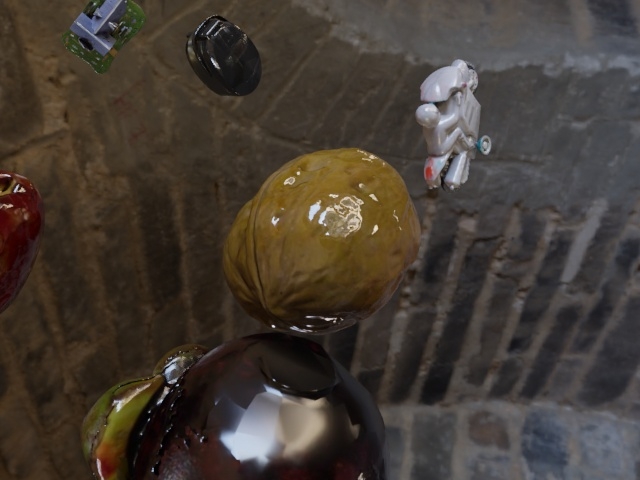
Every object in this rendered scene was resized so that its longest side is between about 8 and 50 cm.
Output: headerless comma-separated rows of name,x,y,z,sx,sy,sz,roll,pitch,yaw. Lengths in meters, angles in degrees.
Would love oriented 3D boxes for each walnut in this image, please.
walnut,0.000,0.000,1.347,0.354,0.308,0.398,-29,18,40
walnut,-0.503,0.030,0.965,0.269,0.221,0.244,-46,36,31

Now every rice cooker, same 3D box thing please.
rice cooker,-0.189,-0.354,1.405,0.165,0.106,0.112,49,-117,-32

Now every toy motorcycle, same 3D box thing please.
toy motorcycle,0.240,-0.226,1.384,0.170,0.110,0.260,9,-90,-44

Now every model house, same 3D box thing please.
model house,-0.443,-0.433,1.477,0.167,0.117,0.088,-48,23,2

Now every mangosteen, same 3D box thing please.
mangosteen,-0.103,0.298,1.016,0.381,0.421,0.381,-50,-14,-18
